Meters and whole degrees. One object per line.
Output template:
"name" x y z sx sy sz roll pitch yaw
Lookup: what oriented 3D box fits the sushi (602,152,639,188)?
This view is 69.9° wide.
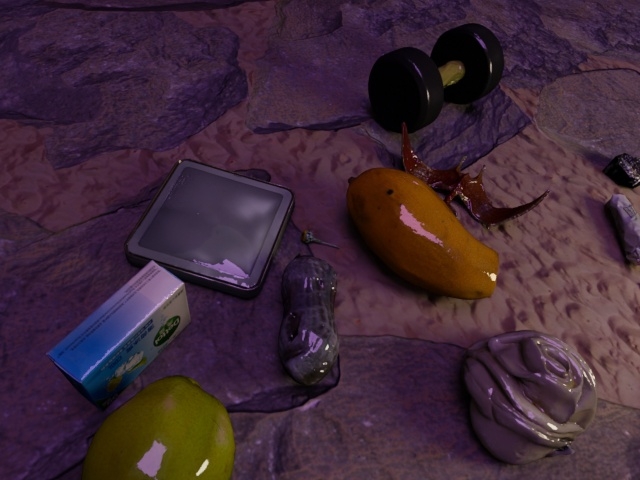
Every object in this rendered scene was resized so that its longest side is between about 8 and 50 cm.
"sushi" 0.809 -0.183 1.195 0.084 0.056 0.083 -19 59 -21

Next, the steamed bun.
"steamed bun" 0.350 0.238 0.748 0.217 0.144 0.211 -7 56 -14

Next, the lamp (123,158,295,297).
"lamp" -0.210 -0.034 0.912 0.268 0.047 0.267 17 52 2

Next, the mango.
"mango" 0.193 -0.013 0.909 0.187 0.144 0.359 -33 68 -26

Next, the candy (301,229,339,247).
"candy" 0.000 0.000 0.942 0.083 0.023 0.025 16 37 -6

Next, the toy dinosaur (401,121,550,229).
"toy dinosaur" 0.321 -0.155 1.056 0.206 0.113 0.327 -20 58 -23

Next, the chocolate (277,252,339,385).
"chocolate" -0.019 0.130 0.791 0.110 0.110 0.248 7 53 -5

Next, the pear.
"pear" -0.204 0.280 0.608 0.187 0.188 0.220 16 32 2

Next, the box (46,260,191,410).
"box" -0.297 0.146 0.705 0.073 0.139 0.194 32 55 13

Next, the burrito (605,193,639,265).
"burrito" 0.719 -0.026 1.062 0.064 0.064 0.203 8 52 -4

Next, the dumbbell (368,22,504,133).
"dumbbell" 0.300 -0.422 1.190 0.322 0.204 0.204 -30 64 -27
